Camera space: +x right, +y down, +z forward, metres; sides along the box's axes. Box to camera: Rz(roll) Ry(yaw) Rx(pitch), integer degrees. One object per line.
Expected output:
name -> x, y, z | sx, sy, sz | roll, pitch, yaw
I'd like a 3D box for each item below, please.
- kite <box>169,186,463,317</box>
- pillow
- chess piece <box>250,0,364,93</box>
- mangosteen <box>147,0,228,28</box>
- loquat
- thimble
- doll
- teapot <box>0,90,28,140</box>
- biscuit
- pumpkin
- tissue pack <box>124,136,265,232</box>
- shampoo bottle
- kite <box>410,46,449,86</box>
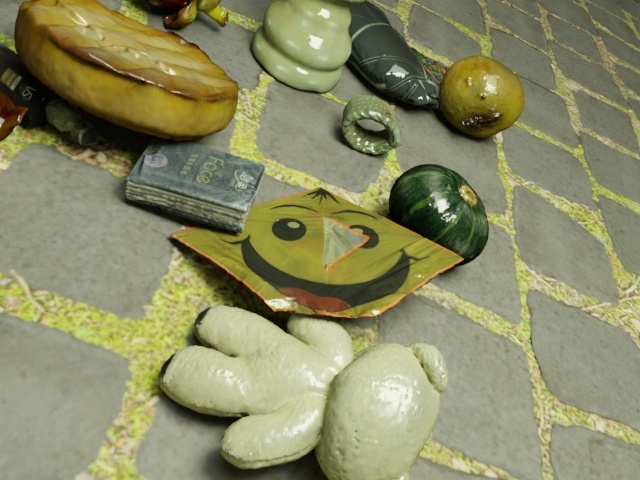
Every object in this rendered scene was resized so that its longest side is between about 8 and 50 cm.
kite -> 0.000, -0.002, 0.751 | 0.377, 0.013, 0.328 | 6, 31, -3
pillow -> 0.124, -0.390, 1.178 | 0.161, 0.093, 0.335 | -10, 58, -40
chess piece -> 0.017, -0.440, 0.988 | 0.182, 0.330, 0.182 | 17, 44, -17
mangosteen -> -0.242, -0.454, 1.001 | 0.146, 0.156, 0.181 | 43, 1, 34
loquat -> 0.322, -0.294, 1.163 | 0.172, 0.149, 0.205 | 24, 35, -11
thimble -> 0.090, -0.196, 0.987 | 0.109, 0.084, 0.062 | 18, 44, -12
doll -> -0.020, 0.156, 0.603 | 0.278, 0.149, 0.175 | 20, 75, 12
teapot -> -0.413, -0.160, 0.671 | 0.129, 0.078, 0.098 | 19, 45, -14
biscuit -> -0.256, -0.229, 0.780 | 0.296, 0.102, 0.296 | 24, 23, -11
pumpkin -> 0.176, -0.039, 0.866 | 0.167, 0.125, 0.167 | 20, 57, -34
tissue pack -> -0.158, -0.077, 0.749 | 0.156, 0.051, 0.112 | 17, 41, -3
shampoo bottle -> -0.373, -0.192, 0.740 | 0.207, 0.057, 0.063 | 38, 14, 4
kite -> 0.301, -0.384, 1.331 | 0.241, 0.014, 0.183 | 30, 42, 0
